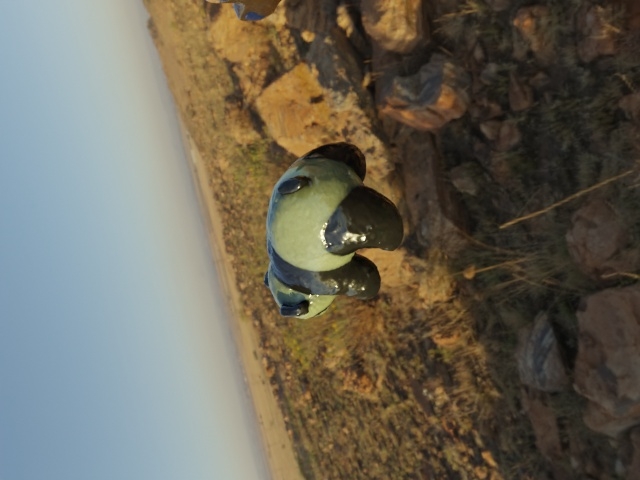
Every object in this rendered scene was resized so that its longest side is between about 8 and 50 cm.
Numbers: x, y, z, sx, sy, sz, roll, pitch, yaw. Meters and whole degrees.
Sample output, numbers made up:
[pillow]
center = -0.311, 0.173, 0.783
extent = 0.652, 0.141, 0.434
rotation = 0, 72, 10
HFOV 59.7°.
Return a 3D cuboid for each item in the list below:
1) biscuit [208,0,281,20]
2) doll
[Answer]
[biscuit]
center = -0.030, -0.430, 0.805
extent = 0.205, 0.324, 0.049
rotation = -6, -111, -63
[doll]
center = 0.000, -0.002, 0.659
extent = 0.234, 0.135, 0.143
rotation = 103, 148, -48
